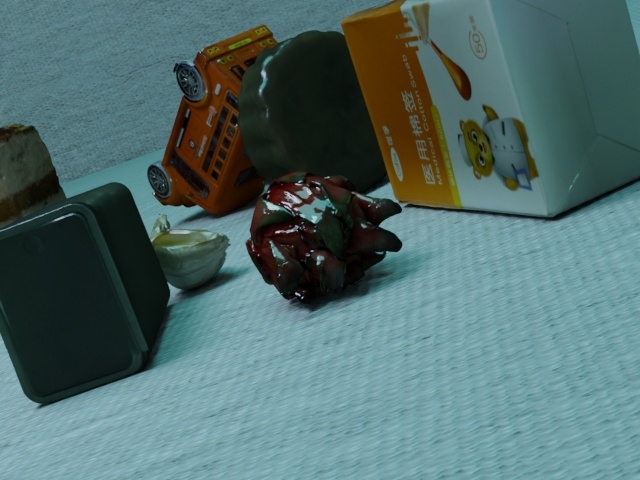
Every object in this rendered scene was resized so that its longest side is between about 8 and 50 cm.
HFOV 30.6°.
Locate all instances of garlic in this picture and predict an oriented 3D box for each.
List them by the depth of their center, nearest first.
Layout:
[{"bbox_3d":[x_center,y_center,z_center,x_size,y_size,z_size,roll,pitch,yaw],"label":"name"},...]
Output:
[{"bbox_3d":[-0.149,0.017,1.326,0.094,0.074,0.113,9,12,5],"label":"garlic"}]

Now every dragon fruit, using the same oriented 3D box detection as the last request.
[{"bbox_3d":[-0.006,-0.001,1.089,0.121,0.130,0.142,12,-12,-36],"label":"dragon fruit"}]

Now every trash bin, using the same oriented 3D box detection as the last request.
[{"bbox_3d":[-0.234,0.035,1.160,0.122,0.164,0.240,-20,11,4],"label":"trash bin"}]

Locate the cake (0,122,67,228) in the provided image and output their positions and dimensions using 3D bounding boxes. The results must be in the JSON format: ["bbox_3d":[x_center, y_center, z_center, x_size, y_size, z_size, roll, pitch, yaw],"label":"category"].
[{"bbox_3d":[-0.575,-0.086,2.007,0.196,0.293,0.198,-16,16,19],"label":"cake"}]

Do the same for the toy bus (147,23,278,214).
[{"bbox_3d":[-0.141,-0.154,1.735,0.143,0.153,0.329,-31,-21,-38],"label":"toy bus"}]

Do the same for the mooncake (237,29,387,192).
[{"bbox_3d":[-0.007,-0.161,1.551,0.228,0.228,0.124,-28,6,-34],"label":"mooncake"}]

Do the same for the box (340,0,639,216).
[{"bbox_3d":[0.170,-0.156,1.198,0.143,0.225,0.341,-22,12,-20],"label":"box"}]
